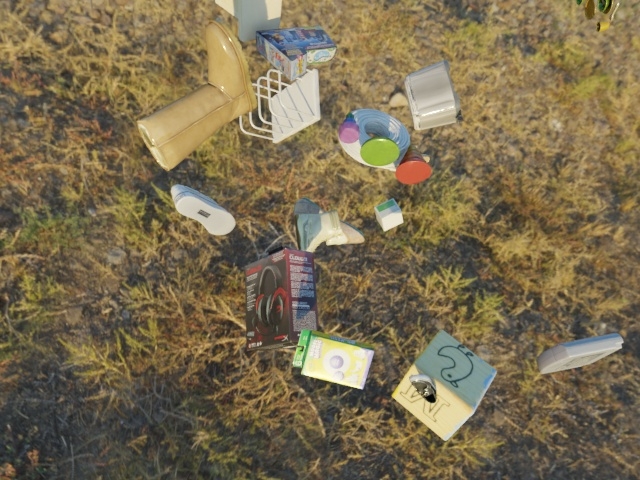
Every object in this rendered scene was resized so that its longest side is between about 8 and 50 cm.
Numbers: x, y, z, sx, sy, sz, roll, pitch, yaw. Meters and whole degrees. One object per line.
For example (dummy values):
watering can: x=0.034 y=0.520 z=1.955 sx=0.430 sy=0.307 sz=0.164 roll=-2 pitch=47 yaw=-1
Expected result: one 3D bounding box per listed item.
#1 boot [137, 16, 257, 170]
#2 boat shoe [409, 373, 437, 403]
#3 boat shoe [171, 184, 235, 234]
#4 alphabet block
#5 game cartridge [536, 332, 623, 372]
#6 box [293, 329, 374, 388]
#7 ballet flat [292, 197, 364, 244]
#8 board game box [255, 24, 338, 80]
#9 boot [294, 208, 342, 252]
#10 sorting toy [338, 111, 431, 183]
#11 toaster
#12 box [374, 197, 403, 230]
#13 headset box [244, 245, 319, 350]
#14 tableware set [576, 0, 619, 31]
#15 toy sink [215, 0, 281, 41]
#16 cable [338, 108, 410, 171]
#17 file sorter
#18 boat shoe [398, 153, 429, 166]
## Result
boot: x=-0.276 y=-0.312 z=0.977 sx=0.269 sy=0.236 sz=0.089 roll=-40 pitch=48 yaw=-20
boat shoe: x=0.270 y=0.382 z=1.159 sx=0.142 sy=0.049 sz=0.040 roll=45 pitch=33 yaw=-44
boat shoe: x=-0.357 y=-0.099 z=1.392 sx=0.095 sy=0.258 sz=0.084 roll=-38 pitch=59 yaw=3
alphabet block: x=0.360 y=0.421 z=1.322 sx=0.197 sy=0.193 sz=0.192 roll=36 pitch=43 yaw=20
game cartridge: x=0.828 y=0.376 z=1.477 sx=0.198 sy=0.297 sz=0.062 roll=-9 pitch=63 yaw=5
box: x=0.029 y=0.284 z=1.086 sx=0.179 sy=0.105 sz=0.043 roll=14 pitch=8 yaw=-1
ballet flat: x=0.024 y=-0.047 z=1.785 sx=0.316 sy=0.107 sz=0.106 roll=30 pitch=62 yaw=-6
board game box: x=-0.060 y=-0.517 z=1.241 sx=0.194 sy=0.060 sz=0.194 roll=-12 pitch=51 yaw=-15
boot: x=0.000 y=0.000 z=1.612 sx=0.165 sy=0.213 sz=0.077 roll=-9 pitch=14 yaw=-9
sorting toy: x=0.216 y=-0.322 z=1.497 sx=0.366 sy=0.127 sz=0.126 roll=23 pitch=54 yaw=-26
toaster: x=0.355 y=-0.448 z=1.431 sx=0.147 sy=0.129 sz=0.226 roll=-13 pitch=73 yaw=13
box: x=0.316 y=-0.119 z=2.083 sx=0.101 sy=0.102 sz=0.087 roll=-25 pitch=53 yaw=-1
headset box: x=-0.119 y=0.164 z=1.319 sx=0.110 sy=0.218 sz=0.293 roll=12 pitch=67 yaw=-41
tableware set: x=0.617 y=-0.539 z=1.020 sx=0.024 sy=0.104 sz=0.154 roll=-10 pitch=64 yaw=7
toy sink: x=-0.205 y=-0.720 z=1.278 sx=0.153 sy=0.234 sz=0.131 roll=-35 pitch=65 yaw=-30
cable: x=0.195 y=-0.372 z=1.631 sx=0.257 sy=0.089 sz=0.257 roll=2 pitch=53 yaw=-15
file sorter: x=-0.157 y=-0.509 z=1.664 sx=0.173 sy=0.278 sz=0.192 roll=4 pitch=79 yaw=-40
boat shoe: x=0.376 y=-0.305 z=1.776 sx=0.135 sy=0.050 sz=0.045 roll=-18 pitch=35 yaw=-15
